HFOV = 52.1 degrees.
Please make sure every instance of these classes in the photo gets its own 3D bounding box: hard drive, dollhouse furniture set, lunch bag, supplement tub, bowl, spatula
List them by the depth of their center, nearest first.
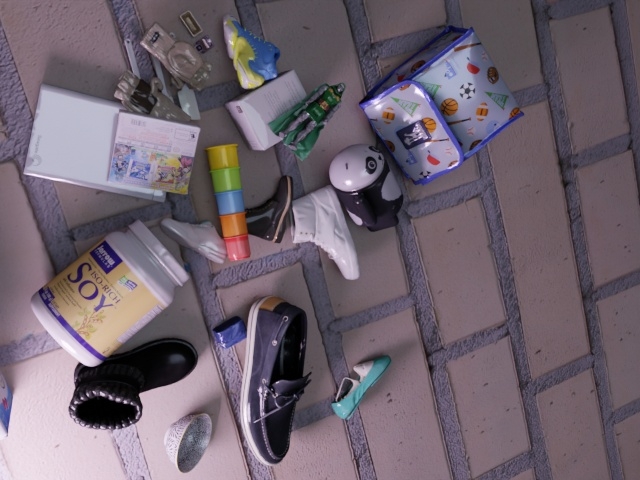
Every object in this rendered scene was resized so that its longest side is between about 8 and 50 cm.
[{"bbox_3d":[-0.525,0.128,1.660,0.331,0.241,0.241,-42,109,-12],"label":"supplement tub"},{"bbox_3d":[-0.561,-0.248,1.704,0.353,0.047,0.232,11,92,-22],"label":"hard drive"},{"bbox_3d":[-0.423,-0.424,1.726,0.168,0.019,0.241,-16,94,-25],"label":"spatula"},{"bbox_3d":[-0.340,-0.547,1.736,0.091,0.081,0.114,-38,109,-14],"label":"dollhouse furniture set"},{"bbox_3d":[-0.385,0.557,1.841,0.080,0.170,0.170,14,92,21],"label":"bowl"},{"bbox_3d":[-0.258,0.270,1.878,0.098,0.067,0.065,-29,106,-17],"label":"lunch bag"},{"bbox_3d":[0.351,-0.394,1.959,0.386,0.239,0.327,-36,109,3],"label":"lunch bag"}]

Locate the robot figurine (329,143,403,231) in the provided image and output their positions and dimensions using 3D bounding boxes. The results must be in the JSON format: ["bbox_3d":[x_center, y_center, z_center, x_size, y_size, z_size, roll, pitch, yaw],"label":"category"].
[{"bbox_3d":[0.140,-0.153,1.907,0.174,0.209,0.278,-39,127,-9],"label":"robot figurine"}]

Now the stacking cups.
[{"bbox_3d":[-0.251,-0.104,1.812,0.096,0.096,0.316,-10,98,-20],"label":"stacking cups"}]

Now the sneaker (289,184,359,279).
[{"bbox_3d":[0.000,0.000,1.935,0.169,0.108,0.292,-21,94,-17],"label":"sneaker"}]

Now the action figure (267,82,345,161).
[{"bbox_3d":[-0.014,-0.341,1.745,0.137,0.063,0.232,46,76,-19],"label":"action figure"}]

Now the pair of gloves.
[{"bbox_3d":[-0.405,-0.411,1.696,0.204,0.042,0.240,29,81,-30],"label":"pair of gloves"}]

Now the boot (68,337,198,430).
[{"bbox_3d":[-0.471,0.371,1.700,0.348,0.260,0.131,-13,101,-20],"label":"boot"}]

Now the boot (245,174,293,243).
[{"bbox_3d":[-0.159,-0.099,1.872,0.137,0.077,0.197,11,91,-18],"label":"boot"}]

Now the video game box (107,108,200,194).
[{"bbox_3d":[-0.428,-0.225,1.686,0.205,0.048,0.187,9,107,-23],"label":"video game box"}]

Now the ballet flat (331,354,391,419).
[{"bbox_3d":[0.121,0.440,2.047,0.087,0.083,0.247,41,79,-7],"label":"ballet flat"}]

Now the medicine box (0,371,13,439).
[{"bbox_3d":[-0.859,0.325,1.538,0.149,0.263,0.289,-23,105,-18],"label":"medicine box"}]

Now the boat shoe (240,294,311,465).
[{"bbox_3d":[-0.118,0.410,1.880,0.187,0.156,0.499,-4,98,-57],"label":"boat shoe"}]

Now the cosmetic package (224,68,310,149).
[{"bbox_3d":[-0.138,-0.357,1.803,0.184,0.151,0.151,-33,108,-14],"label":"cosmetic package"}]

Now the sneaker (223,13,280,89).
[{"bbox_3d":[-0.181,-0.512,1.760,0.126,0.091,0.240,-14,71,-12],"label":"sneaker"}]

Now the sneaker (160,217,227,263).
[{"bbox_3d":[-0.341,-0.022,1.813,0.212,0.080,0.094,33,72,-29],"label":"sneaker"}]
